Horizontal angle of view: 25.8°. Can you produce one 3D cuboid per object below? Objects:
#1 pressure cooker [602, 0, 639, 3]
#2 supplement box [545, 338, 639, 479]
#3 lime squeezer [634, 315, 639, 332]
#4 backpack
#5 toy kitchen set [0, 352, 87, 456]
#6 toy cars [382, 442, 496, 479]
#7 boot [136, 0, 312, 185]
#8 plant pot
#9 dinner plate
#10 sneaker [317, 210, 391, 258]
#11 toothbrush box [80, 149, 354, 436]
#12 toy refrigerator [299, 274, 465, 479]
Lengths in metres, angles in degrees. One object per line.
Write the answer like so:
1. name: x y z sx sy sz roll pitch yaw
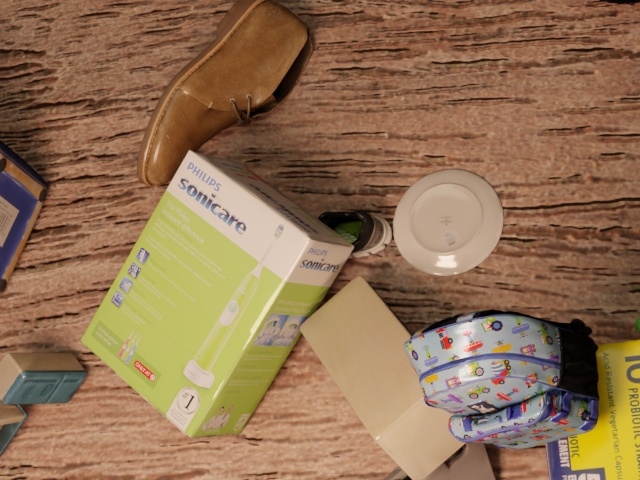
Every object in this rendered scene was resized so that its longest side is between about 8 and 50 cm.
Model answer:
1. pressure cooker: 0.341 -0.539 1.672 0.369 0.375 0.420 -24 64 -13
2. supplement box: 0.423 0.210 1.462 0.356 0.195 0.194 -9 69 15
3. lime squeezer: 0.465 0.075 1.555 0.310 0.110 0.059 -13 45 -19
4. backpack: 0.173 0.134 1.377 0.158 0.173 0.117 -20 63 38
5. toy kitchen set: -0.364 0.272 1.770 0.166 0.122 0.207 46 110 26
6. toy cars: 0.078 0.386 1.544 0.087 0.176 0.394 3 70 47
7. boot: -0.127 -0.186 1.846 0.115 0.112 0.305 34 82 15
8. plant pot: -0.511 -0.051 1.855 0.212 0.236 0.236 19 77 18
9. dinner plate: 0.157 -0.025 1.736 0.141 0.017 0.141 -6 71 17
10. sneaker: 0.000 0.000 1.746 0.170 0.075 0.063 -16 67 13
11. toothbrush box: -0.128 0.066 1.702 0.206 0.122 0.283 36 103 26
12. toy refrigerator: 0.078 0.153 1.589 0.102 0.094 0.269 -41 29 1
